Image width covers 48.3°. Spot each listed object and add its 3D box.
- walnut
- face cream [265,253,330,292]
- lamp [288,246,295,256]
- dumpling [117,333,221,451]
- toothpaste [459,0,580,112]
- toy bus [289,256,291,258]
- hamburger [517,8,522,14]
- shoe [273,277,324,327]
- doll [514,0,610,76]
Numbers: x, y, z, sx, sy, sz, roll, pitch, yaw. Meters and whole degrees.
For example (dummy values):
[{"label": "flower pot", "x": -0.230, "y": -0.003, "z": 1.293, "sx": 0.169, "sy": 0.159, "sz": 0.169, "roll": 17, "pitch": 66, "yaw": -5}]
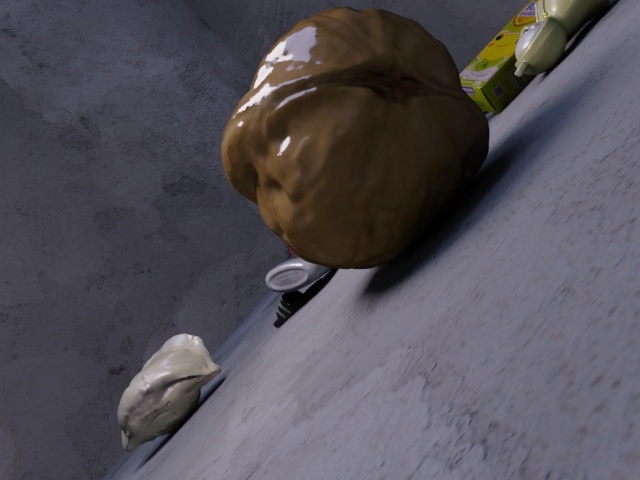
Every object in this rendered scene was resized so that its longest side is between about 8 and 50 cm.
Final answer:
[{"label": "walnut", "x": 0.045, "y": -0.138, "z": 1.010, "sx": 0.383, "sy": 0.383, "sz": 0.383, "roll": -46, "pitch": 2, "yaw": 2}, {"label": "face cream", "x": -0.012, "y": 0.046, "z": 1.697, "sx": 0.144, "sy": 0.071, "sz": 0.291, "roll": -18, "pitch": 8, "yaw": 28}, {"label": "lamp", "x": 0.000, "y": 0.000, "z": 1.955, "sx": 0.182, "sy": 0.140, "sz": 0.182, "roll": -35, "pitch": 21, "yaw": 15}, {"label": "dumpling", "x": -0.412, "y": 0.364, "z": 1.791, "sx": 0.318, "sy": 0.187, "sz": 0.243, "roll": -39, "pitch": 45, "yaw": 4}, {"label": "toothpaste", "x": 0.419, "y": -0.400, "z": 1.473, "sx": 0.327, "sy": 0.077, "sz": 0.110, "roll": -46, "pitch": 26, "yaw": -5}, {"label": "toy bus", "x": -0.050, "y": 0.068, "z": 2.188, "sx": 0.194, "sy": 0.083, "sz": 0.088, "roll": -45, "pitch": -2, "yaw": -21}, {"label": "hamburger", "x": 0.571, "y": -0.559, "z": 1.689, "sx": 0.231, "sy": 0.107, "sz": 0.231, "roll": -38, "pitch": 3, "yaw": 2}, {"label": "shoe", "x": -0.062, "y": 0.134, "z": 1.669, "sx": 0.179, "sy": 0.049, "sz": 0.071, "roll": -45, "pitch": 2, "yaw": 34}, {"label": "doll", "x": 0.438, "y": -0.415, "z": 1.327, "sx": 0.296, "sy": 0.117, "sz": 0.141, "roll": -47, "pitch": 0, "yaw": -19}]
